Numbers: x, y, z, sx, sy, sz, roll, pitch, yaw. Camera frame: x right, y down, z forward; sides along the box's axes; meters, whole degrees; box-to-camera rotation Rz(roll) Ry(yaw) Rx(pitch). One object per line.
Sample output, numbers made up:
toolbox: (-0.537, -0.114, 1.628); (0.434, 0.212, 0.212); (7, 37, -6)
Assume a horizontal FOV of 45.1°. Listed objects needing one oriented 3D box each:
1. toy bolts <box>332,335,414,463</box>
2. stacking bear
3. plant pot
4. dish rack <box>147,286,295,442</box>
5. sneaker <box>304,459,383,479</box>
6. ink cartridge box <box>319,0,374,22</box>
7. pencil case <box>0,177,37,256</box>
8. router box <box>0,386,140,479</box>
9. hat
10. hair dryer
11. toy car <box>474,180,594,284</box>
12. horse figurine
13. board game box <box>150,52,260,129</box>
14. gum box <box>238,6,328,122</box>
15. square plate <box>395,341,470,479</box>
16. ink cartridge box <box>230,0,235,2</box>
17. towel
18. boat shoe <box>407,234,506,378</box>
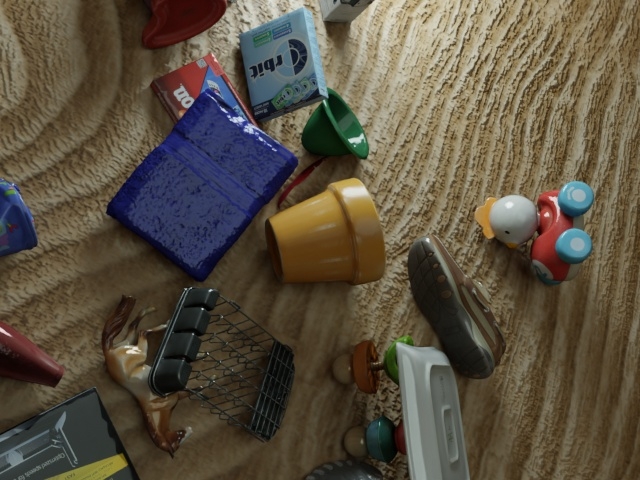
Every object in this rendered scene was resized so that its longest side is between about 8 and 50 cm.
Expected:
toy bolts: (0.123, 0.318, 1.504); (0.218, 0.159, 0.228); (40, 43, -62)
stacking bear: (-0.307, -0.545, 1.475); (0.164, 0.175, 0.289); (-20, 79, -28)
plant pot: (0.000, 0.000, 1.474); (0.188, 0.205, 0.205); (-14, 83, -13)
dish rack: (-0.157, 0.225, 1.364); (0.271, 0.074, 0.208); (43, 49, -34)
sneaker: (-0.001, 0.502, 1.406); (0.281, 0.105, 0.115); (-24, 118, -32)
ink cartridge box: (0.070, -0.574, 1.647); (0.082, 0.191, 0.139); (-6, 80, -28)
pencil case: (-0.605, -0.010, 1.197); (0.306, 0.119, 0.133); (-18, 108, -30)
router box: (-0.443, 0.407, 1.195); (0.309, 0.081, 0.242); (-25, 89, -30)
hat: (-0.022, -0.198, 1.602); (0.173, 0.184, 0.208); (59, 21, -1)
hair dryer: (-0.554, 0.222, 1.208); (0.294, 0.080, 0.223); (-10, 97, -23)
toy car: (0.463, -0.020, 1.732); (0.238, 0.219, 0.210); (7, 73, 5)
horse figurine: (-0.291, 0.222, 1.331); (0.263, 0.066, 0.174); (51, 55, -9)
board game box: (-0.197, -0.218, 1.514); (0.145, 0.027, 0.281); (-34, 94, -28)
gum box: (-0.075, -0.349, 1.539); (0.041, 0.157, 0.184); (8, 69, -62)
square plate: (0.221, 0.365, 1.438); (0.347, 0.049, 0.343); (25, 58, -68)
ink cartridge box: (-0.139, -0.617, 1.570); (0.092, 0.158, 0.217); (33, 65, -14)
towel: (-0.216, -0.101, 1.431); (0.228, 0.076, 0.308); (39, 73, -5)
boat shoe: (0.291, 0.130, 1.628); (0.116, 0.123, 0.324); (-30, 98, -37)
